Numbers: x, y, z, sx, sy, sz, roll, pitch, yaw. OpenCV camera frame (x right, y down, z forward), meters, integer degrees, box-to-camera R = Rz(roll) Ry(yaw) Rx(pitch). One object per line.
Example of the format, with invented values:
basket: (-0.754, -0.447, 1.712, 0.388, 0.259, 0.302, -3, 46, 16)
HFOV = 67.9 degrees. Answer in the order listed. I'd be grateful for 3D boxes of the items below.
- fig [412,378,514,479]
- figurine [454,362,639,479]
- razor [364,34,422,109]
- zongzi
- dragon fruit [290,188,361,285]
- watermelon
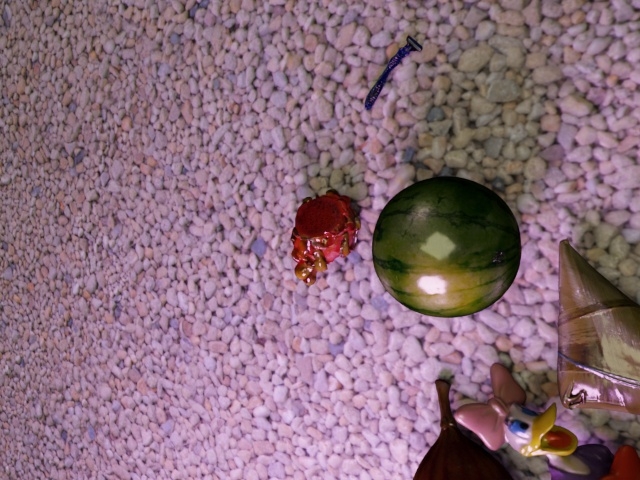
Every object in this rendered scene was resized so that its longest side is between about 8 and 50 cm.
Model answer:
fig: (0.237, 0.415, 0.855, 0.217, 0.217, 0.320, -24, 63, 26)
figurine: (0.425, 0.391, 0.769, 0.420, 0.154, 0.193, 49, 150, 7)
razor: (0.132, -0.322, 0.925, 0.154, 0.044, 0.028, -52, 42, 23)
zongzi: (0.498, 0.130, 0.724, 0.251, 0.125, 0.274, -1, 87, 28)
dragon fruit: (0.000, 0.000, 0.964, 0.133, 0.150, 0.207, 44, 121, 49)
watermelon: (0.206, 0.011, 0.795, 0.243, 0.242, 0.242, 2, 95, 27)
